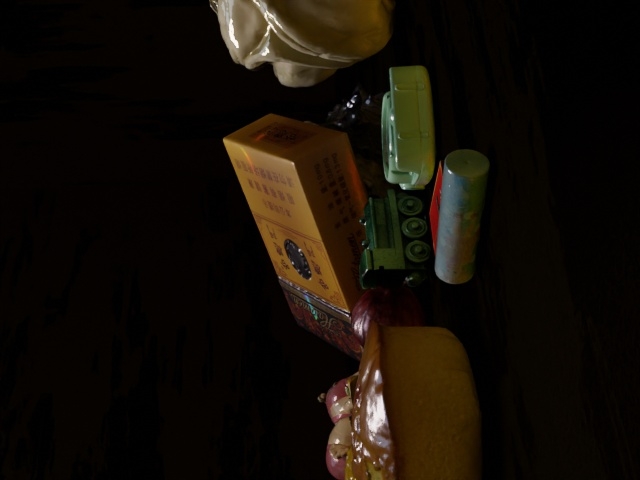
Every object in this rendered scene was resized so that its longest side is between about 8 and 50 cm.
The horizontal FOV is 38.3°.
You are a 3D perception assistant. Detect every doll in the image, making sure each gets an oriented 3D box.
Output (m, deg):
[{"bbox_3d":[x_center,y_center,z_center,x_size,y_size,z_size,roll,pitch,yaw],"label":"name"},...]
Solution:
[{"bbox_3d":[0.091,0.451,2.168,0.152,0.196,0.255,-36,42,42],"label":"doll"}]

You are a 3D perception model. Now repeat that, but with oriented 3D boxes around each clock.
[{"bbox_3d":[0.127,-0.151,1.365,0.211,0.066,0.159,90,178,-73],"label":"clock"}]

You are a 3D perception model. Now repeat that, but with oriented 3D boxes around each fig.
[{"bbox_3d":[0.113,0.123,1.459,0.150,0.129,0.128,119,151,-58],"label":"fig"}]

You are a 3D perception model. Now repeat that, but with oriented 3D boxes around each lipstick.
[{"bbox_3d":[0.151,-0.023,0.994,0.048,0.048,0.157,-94,2,-47],"label":"lipstick"}]

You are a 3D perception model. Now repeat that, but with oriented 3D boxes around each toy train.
[{"bbox_3d":[0.111,-0.003,1.402,0.071,0.111,0.170,97,172,-52],"label":"toy train"}]

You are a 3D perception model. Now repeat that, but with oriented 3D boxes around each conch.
[{"bbox_3d":[0.072,-0.133,1.631,0.240,0.186,0.312,52,137,45],"label":"conch"}]

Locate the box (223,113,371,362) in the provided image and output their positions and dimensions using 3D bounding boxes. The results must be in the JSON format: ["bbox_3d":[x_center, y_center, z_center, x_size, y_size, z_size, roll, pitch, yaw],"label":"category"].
[{"bbox_3d":[0.001,0.000,1.606,0.264,0.116,0.415,23,139,54],"label":"box"}]

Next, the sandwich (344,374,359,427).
[{"bbox_3d":[0.112,0.301,1.630,0.235,0.128,0.122,-97,1,-80],"label":"sandwich"}]

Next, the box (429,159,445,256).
[{"bbox_3d":[0.159,-0.030,1.162,0.133,0.023,0.090,90,175,-63],"label":"box"}]

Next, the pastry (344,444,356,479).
[{"bbox_3d":[0.111,0.499,1.777,0.235,0.132,0.240,-94,1,-73],"label":"pastry"}]

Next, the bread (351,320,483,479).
[{"bbox_3d":[0.109,0.230,1.115,0.270,0.148,0.269,178,90,-88],"label":"bread"}]

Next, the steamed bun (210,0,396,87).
[{"bbox_3d":[-0.029,-0.402,1.689,0.394,0.347,0.237,29,132,44],"label":"steamed bun"}]
